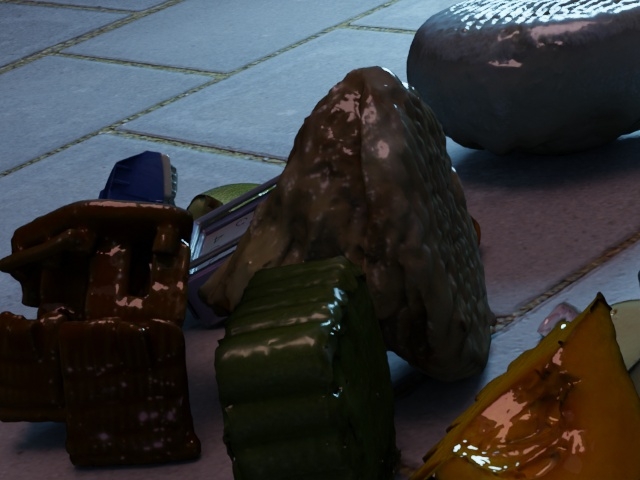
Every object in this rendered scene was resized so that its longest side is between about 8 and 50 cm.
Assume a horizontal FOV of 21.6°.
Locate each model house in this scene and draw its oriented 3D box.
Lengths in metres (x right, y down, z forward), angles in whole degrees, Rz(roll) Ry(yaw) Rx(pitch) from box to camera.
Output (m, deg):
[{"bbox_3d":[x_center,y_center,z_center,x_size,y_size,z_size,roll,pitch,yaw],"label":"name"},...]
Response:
[{"bbox_3d":[-0.206,0.096,1.551,0.199,0.220,0.229,-2,67,3],"label":"model house"}]

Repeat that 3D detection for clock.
[{"bbox_3d":[-0.058,-0.002,1.782,0.193,0.073,0.145,-28,18,14],"label":"clock"}]

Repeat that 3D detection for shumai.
[{"bbox_3d":[0.000,0.000,1.540,0.262,0.314,0.267,-12,33,13],"label":"shumai"}]

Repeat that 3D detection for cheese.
[{"bbox_3d":[0.246,0.091,1.475,0.127,0.050,0.255,-48,16,1],"label":"cheese"}]

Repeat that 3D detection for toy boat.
[{"bbox_3d":[-0.205,-0.005,1.814,0.088,0.129,0.295,9,-13,-11],"label":"toy boat"}]

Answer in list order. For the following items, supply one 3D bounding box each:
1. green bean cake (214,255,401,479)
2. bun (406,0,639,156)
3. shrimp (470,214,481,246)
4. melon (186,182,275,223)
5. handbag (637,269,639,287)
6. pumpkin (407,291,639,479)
[{"bbox_3d":[-0.008,0.130,1.340,0.113,0.200,0.214,-7,23,13],"label":"green bean cake"},{"bbox_3d":[0.286,-0.205,2.024,0.354,0.194,0.354,-11,19,4],"label":"bun"},{"bbox_3d":[0.065,-0.009,1.837,0.150,0.068,0.248,-31,33,-28],"label":"shrimp"},{"bbox_3d":[-0.080,-0.035,1.946,0.128,0.079,0.160,-27,26,-30],"label":"melon"},{"bbox_3d":[0.399,0.069,1.489,0.221,0.057,0.144,-7,29,8],"label":"handbag"},{"bbox_3d":[0.175,0.176,1.308,0.254,0.149,0.130,-42,-8,-40],"label":"pumpkin"}]
